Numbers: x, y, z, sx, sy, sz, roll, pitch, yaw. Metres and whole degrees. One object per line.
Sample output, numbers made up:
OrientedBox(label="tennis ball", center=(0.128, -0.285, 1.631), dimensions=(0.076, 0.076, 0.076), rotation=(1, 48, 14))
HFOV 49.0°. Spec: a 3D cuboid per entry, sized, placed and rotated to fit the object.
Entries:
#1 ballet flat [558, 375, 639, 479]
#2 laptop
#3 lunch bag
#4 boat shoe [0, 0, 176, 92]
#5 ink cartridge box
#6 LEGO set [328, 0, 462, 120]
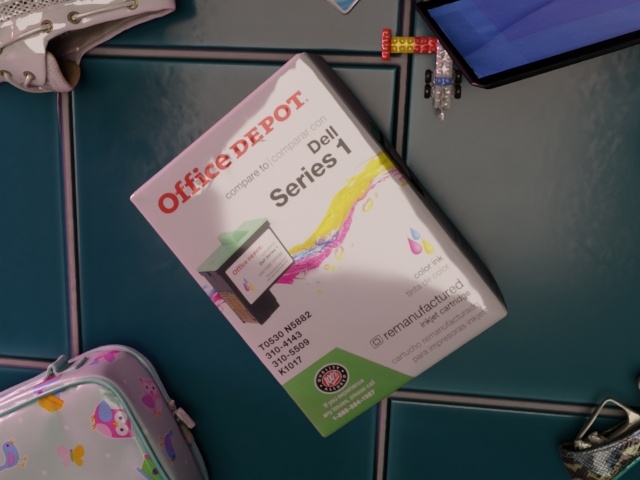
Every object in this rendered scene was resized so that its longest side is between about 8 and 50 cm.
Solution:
OrientedBox(label="ballet flat", center=(0.308, 0.166, 0.666), dimensions=(0.188, 0.070, 0.070), rotation=(-42, 94, 10))
OrientedBox(label="laptop", center=(0.177, -0.262, 0.522), dimensions=(0.235, 0.136, 0.264), rotation=(-17, 94, 1))
OrientedBox(label="lunch bag", center=(-0.264, 0.238, 0.728), dimensions=(0.279, 0.108, 0.224), rotation=(-24, 95, 11))
OrientedBox(label="boat shoe", center=(-0.260, -0.178, 0.641), dimensions=(0.277, 0.098, 0.096), rotation=(-27, 97, 11))
OrientedBox(label="ink cartridge box", center=(0.000, 0.000, 0.637), dimensions=(0.201, 0.117, 0.278), rotation=(-37, 95, 13))
OrientedBox(label="LEGO set", center=(0.111, -0.231, 0.606), dimensions=(0.244, 0.060, 0.182), rotation=(44, 108, -4))
